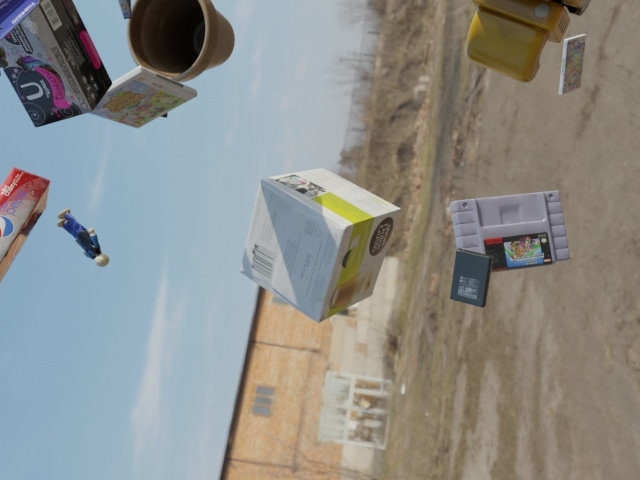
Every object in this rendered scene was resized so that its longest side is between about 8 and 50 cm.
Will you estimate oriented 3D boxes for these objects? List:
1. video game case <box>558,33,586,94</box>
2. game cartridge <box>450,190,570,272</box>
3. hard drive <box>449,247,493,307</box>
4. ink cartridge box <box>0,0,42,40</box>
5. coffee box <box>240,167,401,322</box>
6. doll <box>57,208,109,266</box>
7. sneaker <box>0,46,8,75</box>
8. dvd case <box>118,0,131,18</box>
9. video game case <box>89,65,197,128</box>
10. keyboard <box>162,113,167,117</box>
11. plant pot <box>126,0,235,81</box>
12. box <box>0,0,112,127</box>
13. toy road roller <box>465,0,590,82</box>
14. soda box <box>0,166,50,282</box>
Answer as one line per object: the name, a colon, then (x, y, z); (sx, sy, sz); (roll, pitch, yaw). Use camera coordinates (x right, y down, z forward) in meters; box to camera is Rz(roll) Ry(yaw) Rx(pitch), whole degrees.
video game case: (0.568, -0.396, 1.537); (0.087, 0.011, 0.122); (-24, -58, -38)
game cartridge: (0.584, -0.025, 2.090); (0.068, 0.354, 0.230); (133, 129, -74)
hard drive: (0.384, 0.095, 1.742); (0.022, 0.094, 0.135); (-21, -60, -56)
ink cartridge box: (-0.583, -0.368, 1.127); (0.223, 0.224, 0.045); (-47, -41, -7)
coffee box: (0.000, 0.000, 2.188); (0.334, 0.338, 0.338); (-19, -49, -52)
doll: (-0.646, 0.002, 1.878); (0.046, 0.189, 0.129); (-37, -16, -40)
sneaker: (-0.596, -0.268, 0.971); (0.097, 0.275, 0.135); (163, 95, -84)
dvd case: (-0.483, -0.677, 1.600); (0.253, 0.022, 0.181); (92, 169, -63)
video game case: (-0.439, -0.340, 1.650); (0.193, 0.212, 0.023); (11, -117, -59)
keyboard: (-0.497, -0.463, 2.039); (0.108, 0.023, 0.180); (2, -93, -49)
plant pot: (-0.351, -0.552, 1.853); (0.229, 0.262, 0.263); (-18, -62, -66)
box: (-0.567, -0.388, 1.412); (0.163, 0.142, 0.247); (-88, -19, -56)
toy road roller: (0.362, -0.426, 1.235); (0.329, 0.202, 0.241); (-14, -51, -64)
soda box: (-0.648, -0.028, 1.400); (0.263, 0.083, 0.092); (-82, 16, -45)
